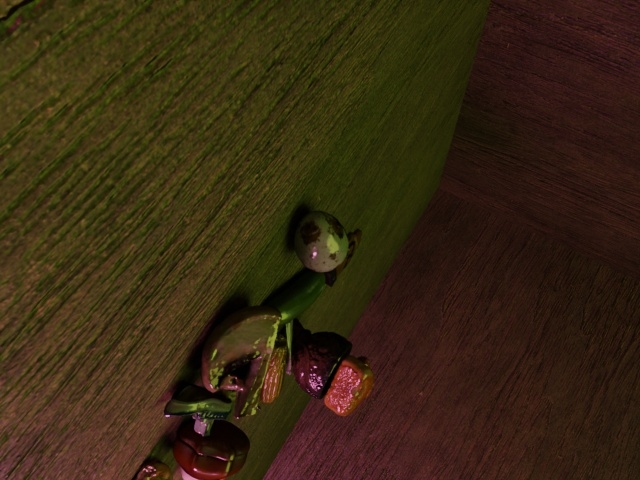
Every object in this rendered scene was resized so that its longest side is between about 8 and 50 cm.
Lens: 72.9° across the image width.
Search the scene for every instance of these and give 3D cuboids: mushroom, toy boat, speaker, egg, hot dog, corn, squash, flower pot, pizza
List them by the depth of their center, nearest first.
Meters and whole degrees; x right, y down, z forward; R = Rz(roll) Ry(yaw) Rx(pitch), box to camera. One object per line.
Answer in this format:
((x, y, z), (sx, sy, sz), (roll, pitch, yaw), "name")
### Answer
((-0.332, 0.467, 1.184), (0.115, 0.114, 0.262), (-65, 150, -20), "toy boat")
((-0.239, 0.317, 1.213), (0.217, 0.212, 0.292), (-170, -95, -65), "mushroom")
((-0.505, 0.765, 1.244), (0.223, 0.089, 0.323), (-49, 159, -42), "pizza")
((0.000, 0.000, 1.332), (0.169, 0.169, 0.231), (-53, 150, -24), "egg")
((-0.083, 0.200, 1.514), (0.395, 0.107, 0.107), (-35, 149, -56), "squash")
((-0.192, 0.493, 1.656), (0.120, 0.120, 0.363), (-41, 149, -49), "corn")
((0.017, 0.113, 1.710), (0.044, 0.082, 0.218), (-55, 164, -20), "speaker")
((0.126, 0.571, 1.747), (0.153, 0.150, 0.257), (-12, 130, -54), "hot dog")
((-0.045, 0.466, 1.772), (0.266, 0.267, 0.266), (-50, 159, -27), "flower pot")

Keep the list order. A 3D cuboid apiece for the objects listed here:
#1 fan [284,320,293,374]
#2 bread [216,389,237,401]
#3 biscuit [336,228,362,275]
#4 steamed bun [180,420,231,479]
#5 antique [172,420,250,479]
((-0.118, 0.375, 1.653), (0.057, 0.023, 0.282), (-23, 114, -65), "fan")
((-0.257, 0.437, 1.353), (0.140, 0.128, 0.069), (-30, 145, -52), "bread")
((0.114, 0.063, 1.974), (0.290, 0.041, 0.208), (-50, 159, -34), "biscuit")
((-0.367, 0.754, 1.511), (0.232, 0.145, 0.232), (-53, 162, -26), "steamed bun")
((-0.329, 0.626, 1.304), (0.278, 0.223, 0.129), (-9, -118, 70), "antique")
